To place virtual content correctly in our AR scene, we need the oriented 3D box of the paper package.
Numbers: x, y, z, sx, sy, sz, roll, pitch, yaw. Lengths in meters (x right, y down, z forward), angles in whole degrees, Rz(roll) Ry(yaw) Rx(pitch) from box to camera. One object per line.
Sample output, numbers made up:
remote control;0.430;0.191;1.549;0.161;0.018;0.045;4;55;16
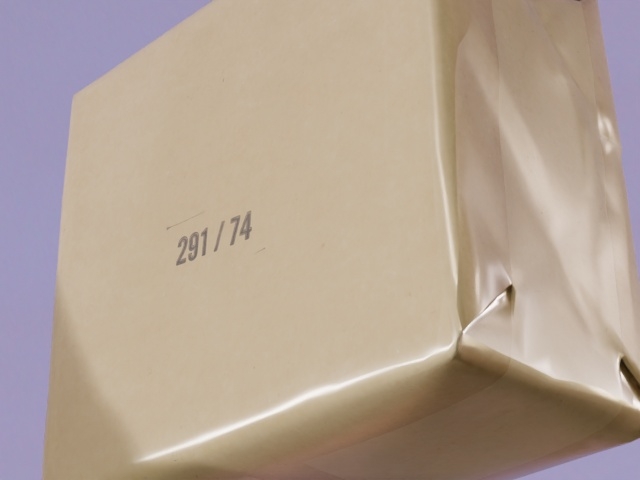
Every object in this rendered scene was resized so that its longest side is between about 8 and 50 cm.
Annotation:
paper package;0.000;0.000;0.807;0.325;0.309;0.168;-26;-36;38
